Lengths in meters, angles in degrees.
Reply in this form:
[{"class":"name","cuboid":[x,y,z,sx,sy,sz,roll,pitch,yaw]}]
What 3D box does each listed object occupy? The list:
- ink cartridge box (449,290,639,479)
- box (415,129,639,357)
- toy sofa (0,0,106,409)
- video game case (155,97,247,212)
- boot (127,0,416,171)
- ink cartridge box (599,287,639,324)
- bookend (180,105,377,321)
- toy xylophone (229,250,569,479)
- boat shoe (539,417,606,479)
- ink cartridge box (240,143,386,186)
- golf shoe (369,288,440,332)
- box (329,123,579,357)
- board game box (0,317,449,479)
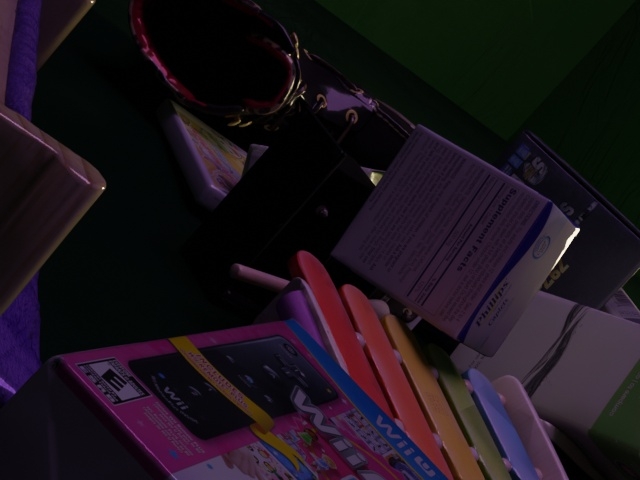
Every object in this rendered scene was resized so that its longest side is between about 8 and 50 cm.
[{"class":"ink cartridge box","cuboid":[0.271,0.159,1.344,0.198,0.114,0.273,44,-12,-31]},{"class":"box","cuboid":[0.203,0.029,1.560,0.183,0.232,0.059,44,10,8]},{"class":"toy sofa","cuboid":[-0.189,-0.055,0.836,0.177,0.150,0.362,36,13,-21]},{"class":"video game case","cuboid":[-0.056,-0.038,1.451,0.206,0.026,0.227,34,12,-28]},{"class":"boot","cuboid":[-0.031,-0.142,1.577,0.377,0.138,0.284,40,4,7]},{"class":"ink cartridge box","cuboid":[0.305,0.155,1.585,0.045,0.179,0.145,2,23,-11]},{"class":"bookend","cuboid":[0.000,0.000,1.215,0.157,0.156,0.072,32,15,-42]},{"class":"toy xylophone","cuboid":[0.049,0.106,1.091,0.323,0.081,0.236,19,38,-57]},{"class":"boat shoe","cuboid":[0.224,0.244,1.300,0.233,0.079,0.084,41,-28,-20]},{"class":"ink cartridge box","cuboid":[0.066,-0.034,1.355,0.235,0.056,0.171,14,0,20]},{"class":"golf shoe","cuboid":[0.050,0.042,1.343,0.198,0.077,0.093,2,72,-35]},{"class":"box","cuboid":[0.103,0.001,1.150,0.137,0.126,0.072,34,1,34]},{"class":"board game box","cuboid":[-0.021,0.153,0.770,0.224,0.097,0.303,45,12,13]}]
